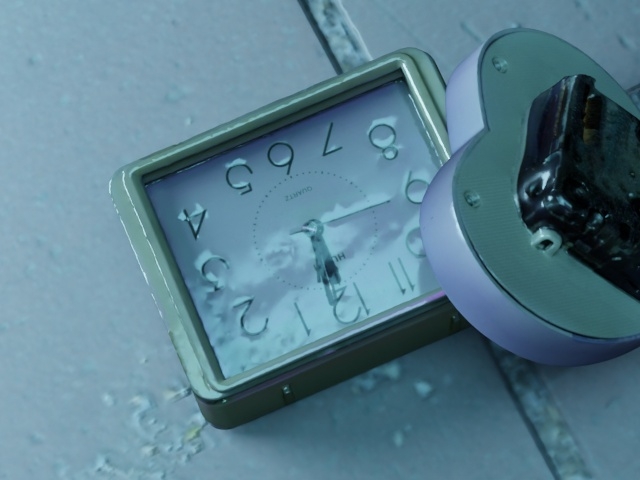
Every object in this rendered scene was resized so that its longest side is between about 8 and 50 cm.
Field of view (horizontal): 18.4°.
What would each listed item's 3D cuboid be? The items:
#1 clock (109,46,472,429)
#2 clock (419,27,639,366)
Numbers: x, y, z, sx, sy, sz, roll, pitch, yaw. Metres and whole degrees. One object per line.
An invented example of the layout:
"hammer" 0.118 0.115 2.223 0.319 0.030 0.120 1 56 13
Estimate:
"clock" 0.000 0.000 1.067 0.192 0.071 0.147 -22 73 -3
"clock" 0.142 -0.021 1.026 0.172 0.064 0.198 31 47 -17
